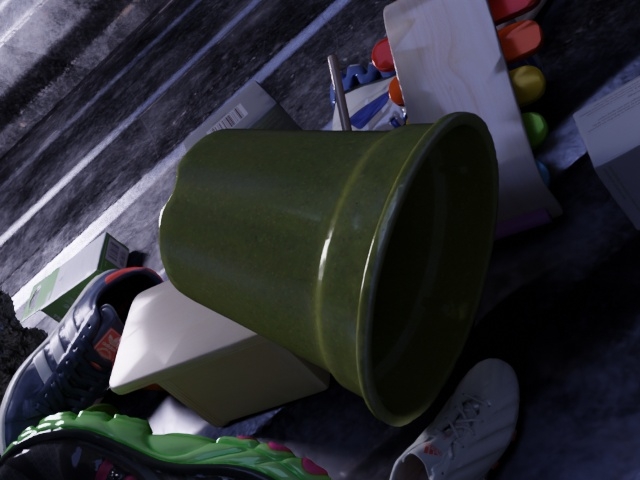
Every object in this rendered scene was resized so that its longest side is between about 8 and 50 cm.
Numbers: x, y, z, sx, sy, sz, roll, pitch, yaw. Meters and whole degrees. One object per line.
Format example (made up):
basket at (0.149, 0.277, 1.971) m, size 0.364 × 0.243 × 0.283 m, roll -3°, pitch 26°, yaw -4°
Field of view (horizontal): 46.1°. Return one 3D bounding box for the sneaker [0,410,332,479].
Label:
sneaker at (-0.186, 0.291, 0.718) m, size 0.483 × 0.185 × 0.202 m, roll -9°, pitch 39°, yaw 37°

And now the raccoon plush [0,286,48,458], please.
raccoon plush at (-0.499, 0.274, 1.204) m, size 0.446 × 0.216 × 0.299 m, roll 27°, pitch 58°, yaw 27°

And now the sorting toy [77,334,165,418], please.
sorting toy at (-0.246, 0.269, 0.957) m, size 0.126 × 0.127 × 0.365 m, roll 22°, pitch 72°, yaw 24°

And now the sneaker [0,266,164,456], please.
sneaker at (-0.339, 0.175, 1.102) m, size 0.148 × 0.131 × 0.350 m, roll -19°, pitch 41°, yaw 42°

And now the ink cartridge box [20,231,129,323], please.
ink cartridge box at (-0.453, 0.085, 1.392) m, size 0.209 × 0.062 × 0.109 m, roll -32°, pitch 35°, yaw 20°

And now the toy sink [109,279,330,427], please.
toy sink at (-0.112, 0.122, 0.909) m, size 0.234 × 0.131 × 0.153 m, roll -23°, pitch 39°, yaw 23°

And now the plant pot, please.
plant pot at (0.000, 0.000, 0.710) m, size 0.254 × 0.276 × 0.276 m, roll 15°, pitch 63°, yaw 29°

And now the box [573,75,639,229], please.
box at (0.307, -0.086, 0.691) m, size 0.102 × 0.101 × 0.087 m, roll -30°, pitch 36°, yaw 25°

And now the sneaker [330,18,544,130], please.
sneaker at (0.126, -0.148, 0.963) m, size 0.315 × 0.127 × 0.182 m, roll -10°, pitch 55°, yaw 43°

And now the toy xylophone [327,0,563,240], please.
toy xylophone at (0.133, -0.151, 0.827) m, size 0.236 × 0.081 × 0.322 m, roll -10°, pitch 77°, yaw 29°

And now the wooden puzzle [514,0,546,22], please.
wooden puzzle at (0.230, -0.337, 1.105) m, size 0.221 × 0.044 × 0.238 m, roll 10°, pitch 62°, yaw 52°

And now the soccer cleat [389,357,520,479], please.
soccer cleat at (0.111, 0.180, 0.643) m, size 0.068 × 0.076 × 0.196 m, roll 7°, pitch 59°, yaw 51°

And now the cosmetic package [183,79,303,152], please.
cosmetic package at (-0.040, -0.065, 0.935) m, size 0.127 × 0.238 × 0.107 m, roll -41°, pitch 35°, yaw 3°
